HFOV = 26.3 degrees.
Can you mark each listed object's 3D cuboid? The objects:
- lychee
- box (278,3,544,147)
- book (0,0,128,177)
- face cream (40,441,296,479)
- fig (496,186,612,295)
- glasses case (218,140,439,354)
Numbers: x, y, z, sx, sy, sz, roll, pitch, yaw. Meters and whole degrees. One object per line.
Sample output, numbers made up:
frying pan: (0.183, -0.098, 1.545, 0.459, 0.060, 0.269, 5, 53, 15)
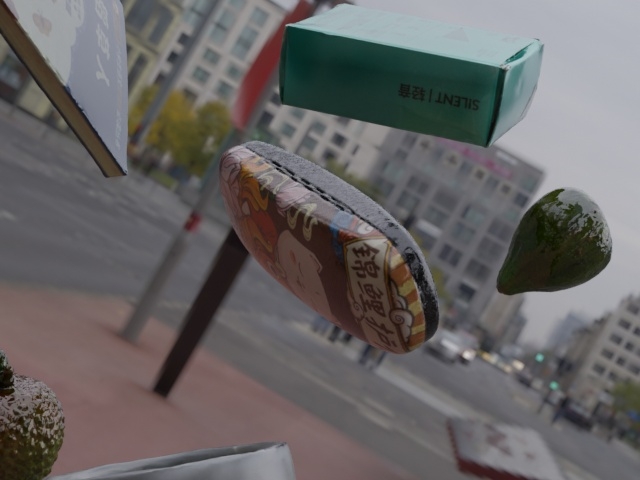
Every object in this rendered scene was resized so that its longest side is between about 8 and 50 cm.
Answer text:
lychee: (-0.292, 0.172, 1.253, 0.114, 0.146, 0.114, 7, 21, -3)
box: (0.123, -0.228, 1.855, 0.311, 0.118, 0.205, 13, 24, 19)
book: (-0.323, -0.306, 1.580, 0.428, 0.039, 0.300, 61, 17, -53)
face cream: (-0.087, 0.236, 0.877, 0.175, 0.195, 0.175, -9, -4, -1)
fig: (0.282, 0.010, 1.707, 0.123, 0.156, 0.123, 63, 1, -2)
glasses case: (0.000, 0.000, 1.258, 0.321, 0.082, 0.122, 33, -37, 51)
